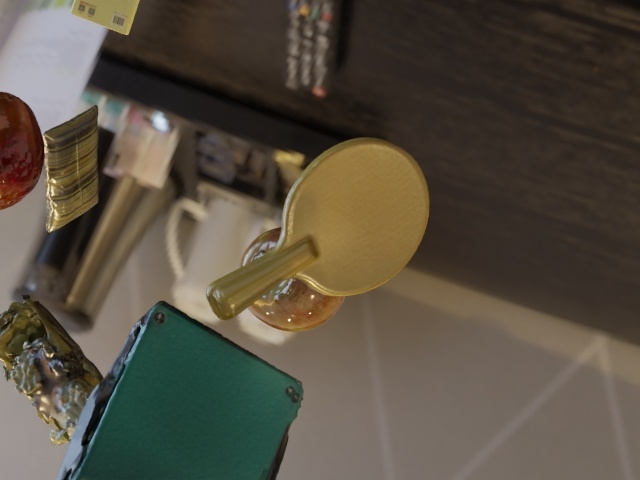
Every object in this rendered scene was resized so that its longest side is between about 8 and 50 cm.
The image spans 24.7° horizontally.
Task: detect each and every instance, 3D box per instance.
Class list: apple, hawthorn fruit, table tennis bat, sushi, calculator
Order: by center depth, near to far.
[{"bbox_3d":[-0.164,0.238,1.743,0.248,0.274,0.058,29,158,-23],"label":"calculator"},{"bbox_3d":[0.000,0.000,1.783,0.050,0.321,0.198,32,148,55],"label":"table tennis bat"},{"bbox_3d":[-0.482,-0.144,2.080,0.179,0.200,0.179,-2,177,0],"label":"hawthorn fruit"},{"bbox_3d":[-0.405,0.229,2.223,0.291,0.139,0.131,50,-178,3],"label":"sushi"},{"bbox_3d":[-0.045,0.068,2.569,0.188,0.188,0.174,7,172,30],"label":"apple"}]

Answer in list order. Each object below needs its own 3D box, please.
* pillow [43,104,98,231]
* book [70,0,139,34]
[{"bbox_3d":[-0.391,-0.112,2.307,0.038,0.113,0.203,33,139,26],"label":"pillow"},{"bbox_3d":[-0.257,-0.318,1.803,0.077,0.014,0.111,20,115,-6],"label":"book"}]
